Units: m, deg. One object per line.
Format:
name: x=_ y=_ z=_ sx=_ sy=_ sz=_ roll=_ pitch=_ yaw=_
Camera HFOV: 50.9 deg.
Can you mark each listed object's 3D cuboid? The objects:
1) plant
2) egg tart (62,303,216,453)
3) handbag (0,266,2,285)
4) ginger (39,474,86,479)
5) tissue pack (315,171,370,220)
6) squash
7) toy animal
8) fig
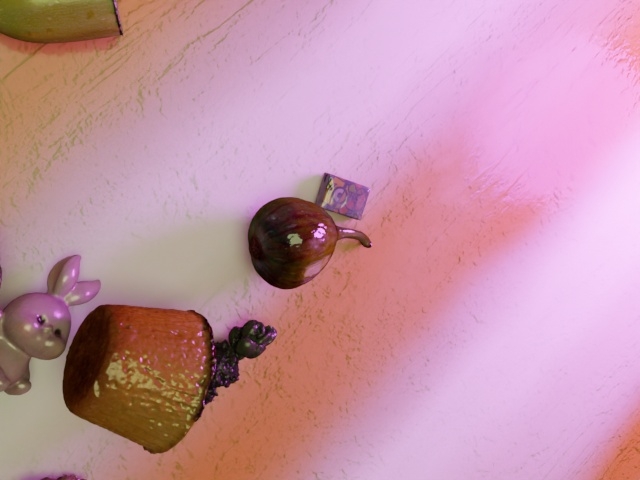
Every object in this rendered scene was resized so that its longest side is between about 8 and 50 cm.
plant: x=-0.148 y=0.192 z=1.094 sx=0.174 sy=0.087 sz=0.085 roll=-42 pitch=139 yaw=-8
egg tart: x=-0.258 y=0.188 z=0.959 sx=0.170 sy=0.215 sz=0.215 roll=24 pitch=86 yaw=-37
handbag: x=-0.568 y=0.079 z=0.796 sx=0.340 sy=0.240 sz=0.247 roll=-15 pitch=130 yaw=-19
ginger: x=-0.429 y=0.501 z=1.016 sx=0.122 sy=0.084 sz=0.290 roll=11 pitch=87 yaw=-45
tissue pack: x=0.039 y=-0.076 z=1.161 sx=0.083 sy=0.035 sz=0.063 roll=16 pitch=90 yaw=-22
squash: x=-0.370 y=-0.326 z=0.926 sx=0.186 sy=0.123 sz=0.123 roll=-16 pitch=101 yaw=-17
toy animal: x=-0.403 y=0.118 z=0.957 sx=0.212 sy=0.124 sz=0.124 roll=-46 pitch=110 yaw=-8
fig: x=0.000 y=0.000 z=1.110 sx=0.245 sy=0.149 sz=0.149 roll=-5 pitch=98 yaw=-34
